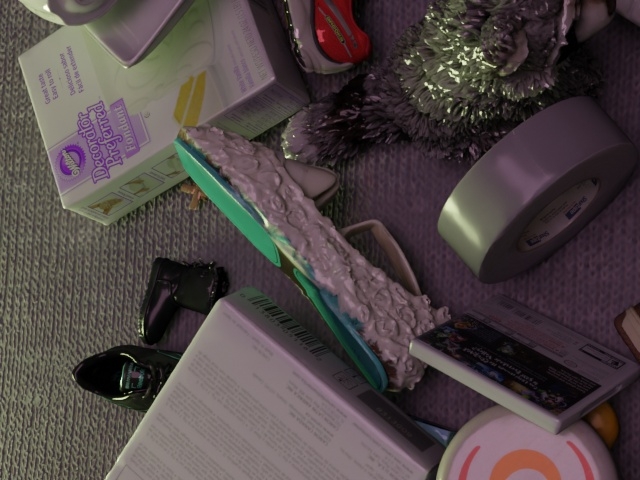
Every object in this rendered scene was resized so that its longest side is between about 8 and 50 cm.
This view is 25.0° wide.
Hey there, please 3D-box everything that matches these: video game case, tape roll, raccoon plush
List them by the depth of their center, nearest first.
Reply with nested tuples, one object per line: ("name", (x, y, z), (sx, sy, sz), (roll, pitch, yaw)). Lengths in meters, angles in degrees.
("tape roll", (0.232, -0.051, 1.536), (0.219, 0.219, 0.072), (-44, 69, 14))
("video game case", (0.219, 0.128, 1.541), (0.190, 0.173, 0.022), (28, 122, 31))
("raccoon plush", (0.114, -0.168, 1.562), (0.446, 0.299, 0.216), (-31, 72, 19))

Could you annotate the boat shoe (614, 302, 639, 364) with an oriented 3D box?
("boat shoe", (0.412, 0.159, 1.496), (0.095, 0.095, 0.257), (-36, 69, 11))

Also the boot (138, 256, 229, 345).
("boot", (-0.170, 0.079, 1.809), (0.099, 0.045, 0.121), (10, 87, 23))

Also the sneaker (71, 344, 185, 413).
("sneaker", (-0.181, 0.183, 1.766), (0.267, 0.106, 0.101), (4, 84, 24))

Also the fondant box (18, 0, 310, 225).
("fondant box", (-0.202, -0.204, 1.818), (0.330, 0.096, 0.238), (-30, 65, 20))

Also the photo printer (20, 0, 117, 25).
("photo printer", (-0.273, -0.414, 1.752), (0.307, 0.107, 0.256), (-46, 47, 5))

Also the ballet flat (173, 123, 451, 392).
("ballet flat", (0.000, 0.000, 1.691), (0.147, 0.147, 0.409), (-44, 78, 14))

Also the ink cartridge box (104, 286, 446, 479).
("ink cartridge box", (-0.077, 0.296, 1.660), (0.308, 0.091, 0.385), (39, 112, 16))

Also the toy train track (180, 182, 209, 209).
("toy train track", (-0.137, -0.056, 1.826), (0.083, 0.014, 0.048), (15, 83, 20))

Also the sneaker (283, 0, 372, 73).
("sneaker", (0.007, -0.328, 1.759), (0.118, 0.107, 0.279), (-7, 71, -4))

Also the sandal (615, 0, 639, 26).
("sandal", (0.392, -0.289, 1.560), (0.169, 0.102, 0.416), (-45, 82, 15))

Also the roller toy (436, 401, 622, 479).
("roller toy", (0.225, 0.266, 1.539), (0.191, 0.146, 0.209), (-4, 79, 14))

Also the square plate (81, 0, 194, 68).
("square plate", (-0.196, -0.405, 1.797), (0.347, 0.049, 0.344), (-49, 46, 2))

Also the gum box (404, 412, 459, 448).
("gum box", (0.062, 0.286, 1.672), (0.157, 0.041, 0.184), (15, 89, 26))
